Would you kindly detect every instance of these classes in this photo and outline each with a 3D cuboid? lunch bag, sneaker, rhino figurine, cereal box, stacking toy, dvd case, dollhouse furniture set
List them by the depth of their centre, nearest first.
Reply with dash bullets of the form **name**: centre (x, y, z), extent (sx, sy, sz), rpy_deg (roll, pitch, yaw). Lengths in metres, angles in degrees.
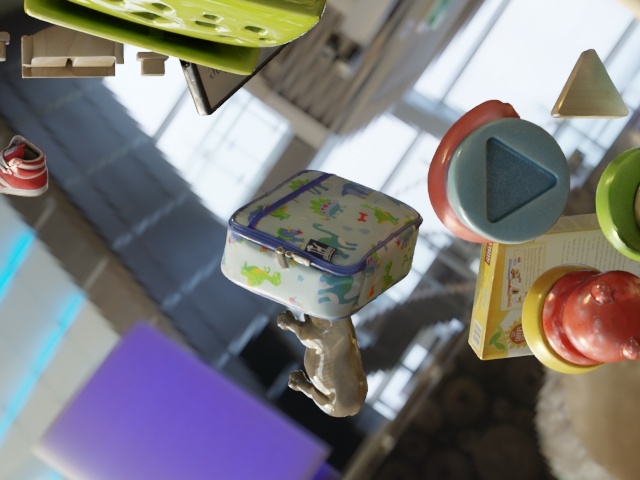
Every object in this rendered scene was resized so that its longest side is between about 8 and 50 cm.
- **stacking toy**: centre (0.290, -0.040, 1.817), extent (0.279, 0.309, 0.130), rpy_deg (-42, 9, -13)
- **sneaker**: centre (-0.363, -0.083, 1.913), extent (0.067, 0.118, 0.042), rpy_deg (102, 164, -47)
- **lunch bag**: centre (0.000, 0.000, 1.934), extent (0.219, 0.176, 0.090), rpy_deg (-32, -41, -54)
- **dvd case**: centre (-0.121, -0.294, 1.959), extent (0.180, 0.022, 0.253), rpy_deg (-48, -49, -42)
- **cereal box**: centre (0.306, 0.052, 2.087), extent (0.047, 0.240, 0.173), rpy_deg (-124, 35, -56)
- **rhino figurine**: centre (0.004, 0.113, 2.113), extent (0.073, 0.106, 0.243), rpy_deg (-28, -57, -29)
- **dollhouse furniture set**: centre (-0.373, -0.322, 2.356), extent (0.303, 0.355, 0.174), rpy_deg (-178, 86, -79)

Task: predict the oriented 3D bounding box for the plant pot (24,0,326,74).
- **plant pot**: centre (-0.110, -0.266, 1.352), extent (0.207, 0.228, 0.227), rpy_deg (138, 144, -69)
